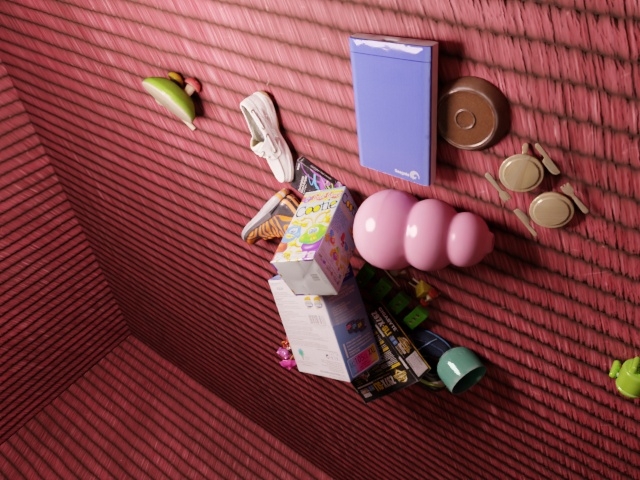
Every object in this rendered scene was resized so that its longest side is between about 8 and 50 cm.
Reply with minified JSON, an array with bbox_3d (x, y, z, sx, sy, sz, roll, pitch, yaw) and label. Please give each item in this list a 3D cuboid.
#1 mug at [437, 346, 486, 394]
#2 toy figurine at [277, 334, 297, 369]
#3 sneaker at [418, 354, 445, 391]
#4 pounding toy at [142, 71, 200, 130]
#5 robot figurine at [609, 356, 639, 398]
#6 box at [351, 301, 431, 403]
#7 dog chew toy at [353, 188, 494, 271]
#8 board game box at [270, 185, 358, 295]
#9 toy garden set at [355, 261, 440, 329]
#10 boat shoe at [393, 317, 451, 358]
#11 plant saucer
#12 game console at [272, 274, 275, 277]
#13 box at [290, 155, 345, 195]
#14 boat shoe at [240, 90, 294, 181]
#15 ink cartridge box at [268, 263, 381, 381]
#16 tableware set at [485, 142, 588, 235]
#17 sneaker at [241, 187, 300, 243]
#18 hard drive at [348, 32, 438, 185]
[{"bbox_3d":[0.420,0.392,1.442,0.097,0.129,0.158,53,164,39],"label":"mug"},{"bbox_3d":[-0.118,0.458,1.992,0.173,0.159,0.130,38,143,11],"label":"toy figurine"},{"bbox_3d":[0.332,0.424,1.619,0.234,0.084,0.097,18,112,30],"label":"sneaker"},{"bbox_3d":[-0.447,-0.465,1.499,0.183,0.110,0.237,37,174,-7],"label":"pounding toy"},{"bbox_3d":[0.743,0.327,1.121,0.101,0.067,0.115,20,137,31],"label":"robot figurine"},{"bbox_3d":[0.171,0.376,1.556,0.257,0.079,0.322,52,141,9],"label":"box"},{"bbox_3d":[0.252,-0.017,1.166,0.331,0.207,0.207,8,131,28],"label":"dog chew toy"},{"bbox_3d":[0.000,0.000,1.309,0.142,0.275,0.144,-6,133,32],"label":"board game box"},{"bbox_3d":[0.237,0.140,1.447,0.244,0.049,0.204,40,145,9],"label":"toy garden set"},{"bbox_3d":[0.292,0.338,1.543,0.258,0.089,0.109,14,133,36],"label":"boat shoe"},{"bbox_3d":[0.312,-0.261,1.007,0.168,0.029,0.168,25,140,24],"label":"plant saucer"},{"bbox_3d":[-0.122,0.183,1.857,0.122,0.071,0.107,64,169,-23],"label":"game console"},{"bbox_3d":[-0.011,-0.161,1.408,0.162,0.029,0.116,37,143,12],"label":"box"},{"bbox_3d":[-0.161,-0.282,1.370,0.098,0.096,0.277,15,133,50],"label":"boat shoe"},{"bbox_3d":[-0.001,0.215,1.477,0.270,0.151,0.396,-8,104,52],"label":"ink cartridge box"},{"bbox_3d":[0.458,-0.109,1.006,0.194,0.039,0.128,47,132,-12],"label":"tableware set"},{"bbox_3d":[-0.142,-0.025,1.583,0.180,0.124,0.321,48,143,-2],"label":"sneaker"},{"bbox_3d":[0.167,-0.293,1.082,0.210,0.040,0.319,25,140,36],"label":"hard drive"}]
